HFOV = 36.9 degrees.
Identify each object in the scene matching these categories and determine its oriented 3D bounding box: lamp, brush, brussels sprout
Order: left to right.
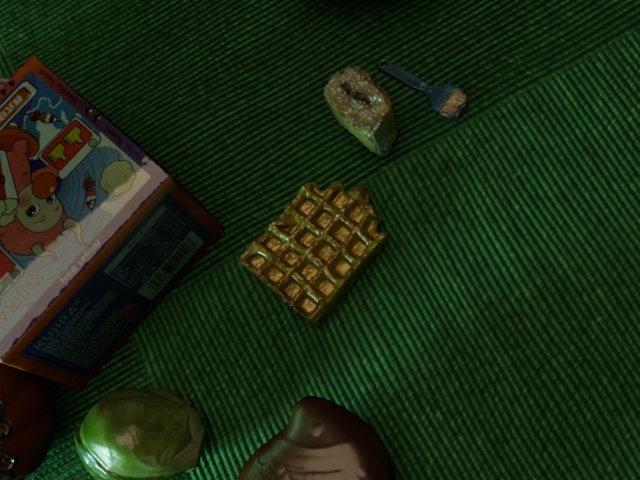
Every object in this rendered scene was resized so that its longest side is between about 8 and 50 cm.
[{"bbox_3d":[-0.499,0.266,1.387,0.227,0.227,0.227,-4,72,12],"label":"lamp"},{"bbox_3d":[-0.262,0.285,1.368,0.183,0.145,0.131,13,103,22],"label":"brussels sprout"},{"bbox_3d":[0.157,-0.241,1.494,0.164,0.014,0.051,32,82,21],"label":"brush"}]

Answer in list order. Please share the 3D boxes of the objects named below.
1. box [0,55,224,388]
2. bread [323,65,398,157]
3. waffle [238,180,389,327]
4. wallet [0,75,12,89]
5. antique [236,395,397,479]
[{"bbox_3d":[-0.395,-0.021,1.429,0.318,0.257,0.348,41,86,20],"label":"box"},{"bbox_3d":[0.068,-0.198,1.454,0.082,0.106,0.125,-45,65,4],"label":"bread"},{"bbox_3d":[0.000,0.000,1.433,0.160,0.055,0.211,38,85,20],"label":"waffle"},{"bbox_3d":[-0.524,-0.229,1.651,0.196,0.020,0.103,11,75,16],"label":"wallet"},{"bbox_3d":[-0.010,0.353,1.286,0.223,0.129,0.278,6,75,15],"label":"antique"}]
